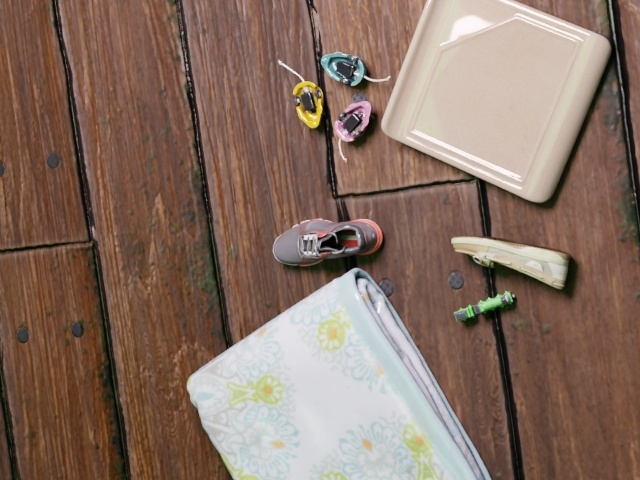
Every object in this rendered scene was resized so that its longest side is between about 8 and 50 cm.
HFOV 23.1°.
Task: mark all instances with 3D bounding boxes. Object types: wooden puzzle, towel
[{"bbox_3d":[0.219,-0.190,1.963,0.239,0.044,0.220,25,105,17],"label":"wooden puzzle"},{"bbox_3d":[0.022,0.269,2.075,0.321,0.090,0.374,-34,80,24],"label":"towel"}]

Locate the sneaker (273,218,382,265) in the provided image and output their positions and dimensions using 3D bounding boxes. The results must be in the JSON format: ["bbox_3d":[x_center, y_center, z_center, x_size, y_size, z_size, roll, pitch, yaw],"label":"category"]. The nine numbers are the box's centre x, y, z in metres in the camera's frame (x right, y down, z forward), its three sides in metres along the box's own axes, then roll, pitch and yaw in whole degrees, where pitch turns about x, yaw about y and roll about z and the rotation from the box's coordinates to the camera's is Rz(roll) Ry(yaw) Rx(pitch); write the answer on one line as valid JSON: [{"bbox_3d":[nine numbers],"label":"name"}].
[{"bbox_3d":[0.000,0.000,2.072,0.158,0.065,0.061,-12,90,26],"label":"sneaker"}]

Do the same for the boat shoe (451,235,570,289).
[{"bbox_3d":[0.235,0.024,1.966,0.153,0.056,0.048,11,95,18],"label":"boat shoe"}]

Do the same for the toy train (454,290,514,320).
[{"bbox_3d":[0.208,0.084,2.000,0.083,0.024,0.017,-22,85,27],"label":"toy train"}]

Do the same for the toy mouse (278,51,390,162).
[{"bbox_3d":[0.036,-0.189,2.054,0.143,0.031,0.161,-23,85,27],"label":"toy mouse"}]
